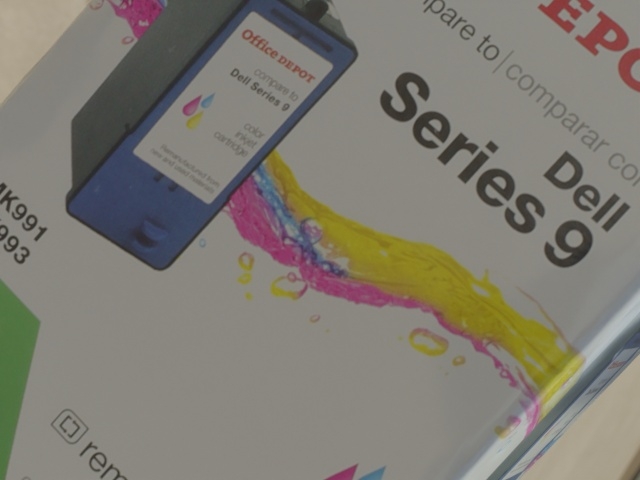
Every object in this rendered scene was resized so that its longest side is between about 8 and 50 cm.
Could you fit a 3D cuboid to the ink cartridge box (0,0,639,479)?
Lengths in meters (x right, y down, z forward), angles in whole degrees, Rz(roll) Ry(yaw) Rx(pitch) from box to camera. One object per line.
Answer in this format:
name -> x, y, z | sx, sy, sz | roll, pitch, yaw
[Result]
ink cartridge box -> 0.000, 0.000, 0.409 | 0.212, 0.154, 0.093 | -47, 164, 3
